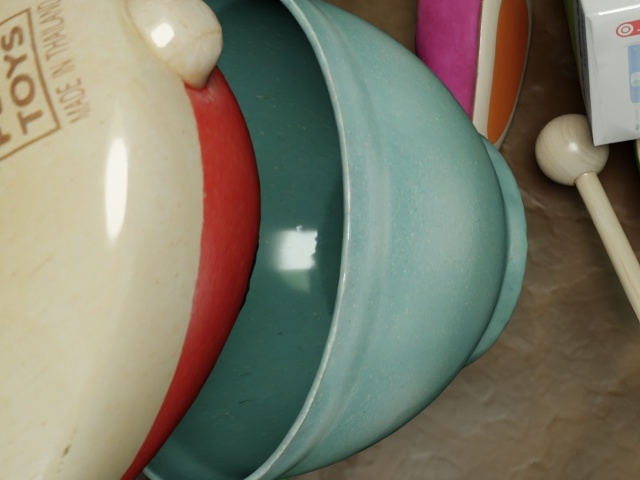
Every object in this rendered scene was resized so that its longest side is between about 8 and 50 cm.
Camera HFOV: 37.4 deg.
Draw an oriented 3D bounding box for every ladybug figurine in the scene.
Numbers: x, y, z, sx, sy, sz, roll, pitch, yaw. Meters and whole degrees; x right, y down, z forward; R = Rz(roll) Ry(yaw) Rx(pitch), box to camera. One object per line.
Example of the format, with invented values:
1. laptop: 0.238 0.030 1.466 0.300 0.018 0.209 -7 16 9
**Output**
1. ladybug figurine: -0.180 0.033 0.493 0.162 0.449 0.305 7 57 -47

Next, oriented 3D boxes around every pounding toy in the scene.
1. pounding toy: 0.293 -0.050 0.701 0.237 0.110 0.183 -25 75 1

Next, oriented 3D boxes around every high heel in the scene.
1. high heel: 0.069 -0.230 0.745 0.181 0.127 0.377 0 78 25

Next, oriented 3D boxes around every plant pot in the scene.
1. plant pot: 0.000 0.000 0.586 0.196 0.293 0.293 4 72 -38

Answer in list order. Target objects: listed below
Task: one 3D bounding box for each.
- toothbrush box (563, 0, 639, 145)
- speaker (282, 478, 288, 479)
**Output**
1. toothbrush box: 0.268 -0.219 0.649 0.206 0.122 0.283 -8 52 14
2. speaker: -0.050 0.295 0.567 0.131 0.131 0.296 -9 76 -7
